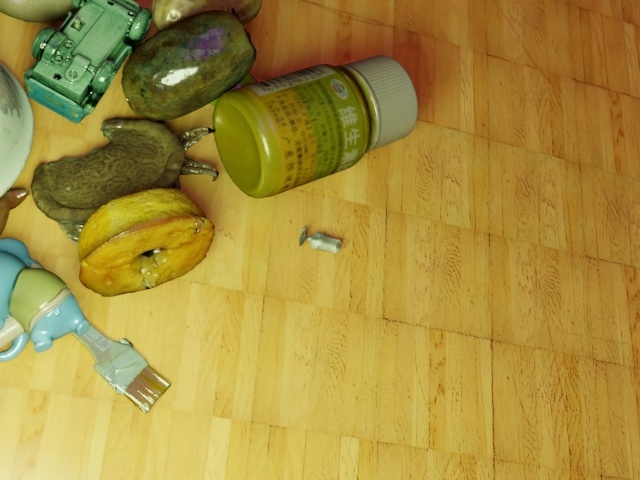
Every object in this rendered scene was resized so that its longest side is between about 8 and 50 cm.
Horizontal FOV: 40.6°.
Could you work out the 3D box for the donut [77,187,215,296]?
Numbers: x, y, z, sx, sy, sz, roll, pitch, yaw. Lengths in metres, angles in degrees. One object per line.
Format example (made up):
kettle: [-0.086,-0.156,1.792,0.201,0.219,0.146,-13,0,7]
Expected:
donut: [-0.309,0.007,1.526,0.253,0.253,0.118,-21,67,-28]

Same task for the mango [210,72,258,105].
mango: [-0.209,-0.335,1.799,0.163,0.089,0.117,44,63,2]

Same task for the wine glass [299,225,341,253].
wine glass: [0.000,0.000,1.757,0.083,0.039,0.042,14,74,-17]

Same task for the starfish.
starfish: [-0.312,-0.160,1.703,0.238,0.057,0.213,-18,69,-8]

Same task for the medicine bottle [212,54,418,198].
medicine bottle: [-0.005,-0.242,1.759,0.384,0.224,0.224,-23,77,-28]

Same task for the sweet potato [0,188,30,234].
sweet potato: [-0.594,-0.024,1.533,0.202,0.055,0.058,-54,136,-34]

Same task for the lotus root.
lotus root: [-0.259,-0.339,1.678,0.275,0.152,0.160,-30,86,2]

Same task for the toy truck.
toy truck: [-0.451,-0.373,1.683,0.155,0.156,0.279,29,59,-7]

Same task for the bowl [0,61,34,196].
bowl: [-0.720,-0.249,1.479,0.435,0.196,0.434,6,61,-12]

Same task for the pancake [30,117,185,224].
pancake: [-0.395,-0.138,1.617,0.288,0.033,0.286,-9,48,-4]

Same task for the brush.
brush: [-0.411,0.169,1.533,0.336,0.020,0.085,41,59,0]

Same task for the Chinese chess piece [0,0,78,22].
Chinese chess piece: [-0.583,-0.571,1.754,0.273,0.102,0.273,8,64,-17]

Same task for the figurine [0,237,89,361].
figurine: [-0.526,0.104,1.442,0.262,0.154,0.180,37,83,13]

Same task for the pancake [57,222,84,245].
pancake: [-0.417,-0.051,1.622,0.152,0.025,0.151,5,71,-15]

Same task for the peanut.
peanut: [-0.235,-0.494,1.817,0.147,0.147,0.305,44,50,2]
